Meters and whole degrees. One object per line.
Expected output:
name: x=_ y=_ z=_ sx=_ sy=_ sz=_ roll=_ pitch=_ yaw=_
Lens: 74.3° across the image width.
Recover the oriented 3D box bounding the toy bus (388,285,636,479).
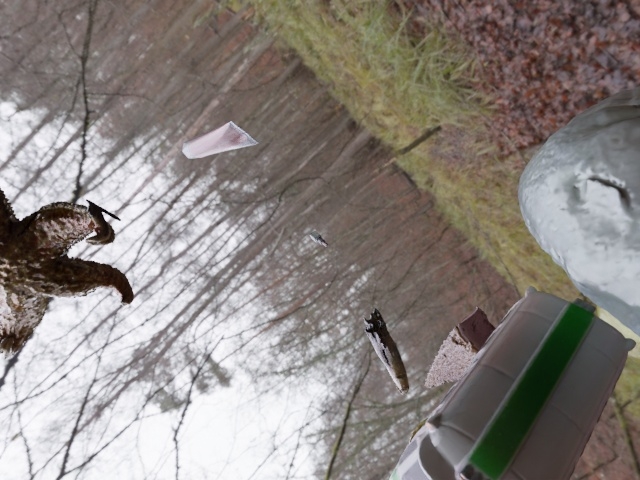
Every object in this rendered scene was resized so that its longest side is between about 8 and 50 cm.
toy bus: x=0.214 y=0.205 z=0.474 sx=0.143 sy=0.306 sz=0.178 roll=34 pitch=146 yaw=30

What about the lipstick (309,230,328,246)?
lipstick: x=0.000 y=0.000 z=1.414 sx=0.025 sy=0.025 sz=0.107 roll=56 pitch=169 yaw=-34

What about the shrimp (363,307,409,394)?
shrimp: x=0.214 y=0.355 z=1.375 sx=0.289 sy=0.075 sz=0.178 roll=60 pitch=172 yaw=1

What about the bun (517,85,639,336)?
bun: x=0.380 y=-0.024 z=0.407 sx=0.355 sy=0.194 sz=0.354 roll=14 pitch=-143 yaw=-11

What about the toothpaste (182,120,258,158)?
toothpaste: x=-0.206 y=-0.194 z=0.828 sx=0.195 sy=0.042 sz=0.067 roll=-1 pitch=154 yaw=43

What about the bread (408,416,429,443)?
bread: x=0.211 y=0.357 z=0.711 sx=0.172 sy=0.132 sz=0.103 roll=80 pitch=166 yaw=-50

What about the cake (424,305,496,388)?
cake: x=0.331 y=0.278 z=1.001 sx=0.113 sy=0.116 sz=0.295 roll=42 pitch=149 yaw=20

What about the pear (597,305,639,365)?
pear: x=1.095 y=0.235 z=1.352 sx=0.352 sy=0.352 sz=0.413 roll=-98 pitch=-16 yaw=-73

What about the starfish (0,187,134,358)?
starfish: x=-0.396 y=0.027 z=0.581 sx=0.312 sy=0.303 sz=0.113 roll=50 pitch=-164 yaw=-38
